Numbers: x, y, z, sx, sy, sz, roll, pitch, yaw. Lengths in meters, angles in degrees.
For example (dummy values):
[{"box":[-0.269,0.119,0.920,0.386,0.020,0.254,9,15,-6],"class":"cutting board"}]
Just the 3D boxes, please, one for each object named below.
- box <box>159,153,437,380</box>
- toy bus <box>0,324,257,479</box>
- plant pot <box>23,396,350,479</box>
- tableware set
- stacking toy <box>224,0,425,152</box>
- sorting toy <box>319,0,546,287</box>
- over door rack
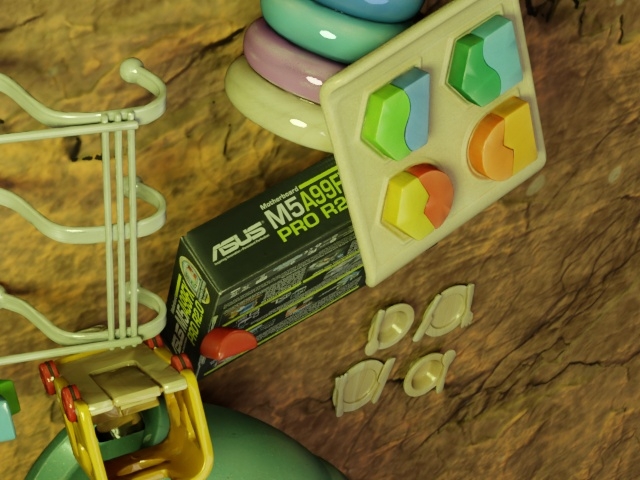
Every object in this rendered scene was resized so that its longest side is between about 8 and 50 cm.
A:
[{"box":[0.000,0.000,1.471,0.270,0.060,0.216,-29,165,-19],"class":"box"},{"box":[-0.151,0.138,1.351,0.202,0.191,0.104,-30,111,-58],"class":"toy bus"},{"box":[-0.139,0.250,1.493,0.293,0.293,0.196,-45,116,-1],"class":"plant pot"},{"box":[0.086,0.110,1.753,0.169,0.020,0.141,-10,131,-37],"class":"tableware set"},{"box":[0.042,-0.236,1.309,0.141,0.141,0.330,-1,120,-43],"class":"stacking toy"},{"box":[0.096,-0.082,1.338,0.193,0.038,0.208,-34,135,-23],"class":"sorting toy"},{"box":[-0.270,0.000,1.253,0.324,0.108,0.239,-16,135,-21],"class":"over door rack"}]
